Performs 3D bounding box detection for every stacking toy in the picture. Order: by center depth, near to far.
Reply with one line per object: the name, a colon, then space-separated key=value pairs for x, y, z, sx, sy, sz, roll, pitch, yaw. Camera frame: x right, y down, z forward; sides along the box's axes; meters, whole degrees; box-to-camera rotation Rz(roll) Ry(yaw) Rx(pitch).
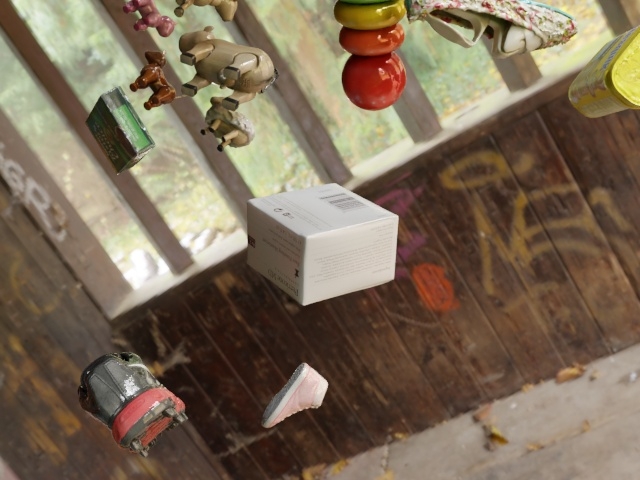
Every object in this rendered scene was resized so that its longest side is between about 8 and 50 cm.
stacking toy: x=0.059 y=-0.327 z=1.071 sx=0.141 sy=0.330 sz=0.141 roll=-2 pitch=31 yaw=1

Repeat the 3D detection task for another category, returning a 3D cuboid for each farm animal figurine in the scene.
farm animal figurine: x=-0.222 y=-0.385 z=1.629 sx=0.172 sy=0.326 sz=0.330 roll=-49 pitch=-9 yaw=-45

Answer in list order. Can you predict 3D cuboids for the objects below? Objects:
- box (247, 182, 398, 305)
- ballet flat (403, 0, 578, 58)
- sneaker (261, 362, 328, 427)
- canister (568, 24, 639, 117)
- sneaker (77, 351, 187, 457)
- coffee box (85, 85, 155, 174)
box: x=0.000 y=0.000 z=1.334 sx=0.182 sy=0.119 sz=0.181 roll=-14 pitch=28 yaw=-32
ballet flat: x=0.208 y=-0.271 z=1.031 sx=0.091 sy=0.241 sz=0.077 roll=163 pitch=121 yaw=-74
sneaker: x=-0.040 y=0.278 z=1.402 sx=0.134 sy=0.070 sz=0.051 roll=-52 pitch=16 yaw=10
canister: x=0.403 y=-0.224 z=1.079 sx=0.126 sy=0.073 sz=0.170 roll=-50 pitch=3 yaw=0
sneaker: x=-0.254 y=0.215 z=1.106 sx=0.097 sy=0.135 sz=0.276 roll=-43 pitch=-9 yaw=-16
coffee box: x=-0.336 y=-0.179 z=1.372 sx=0.040 sy=0.113 sz=0.184 roll=-34 pitch=9 yaw=-23
